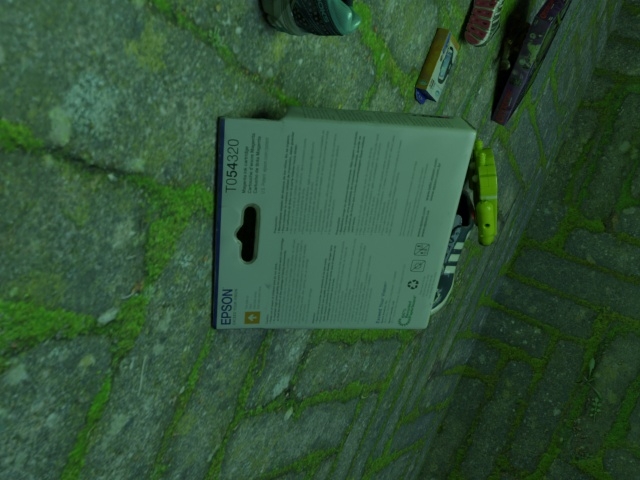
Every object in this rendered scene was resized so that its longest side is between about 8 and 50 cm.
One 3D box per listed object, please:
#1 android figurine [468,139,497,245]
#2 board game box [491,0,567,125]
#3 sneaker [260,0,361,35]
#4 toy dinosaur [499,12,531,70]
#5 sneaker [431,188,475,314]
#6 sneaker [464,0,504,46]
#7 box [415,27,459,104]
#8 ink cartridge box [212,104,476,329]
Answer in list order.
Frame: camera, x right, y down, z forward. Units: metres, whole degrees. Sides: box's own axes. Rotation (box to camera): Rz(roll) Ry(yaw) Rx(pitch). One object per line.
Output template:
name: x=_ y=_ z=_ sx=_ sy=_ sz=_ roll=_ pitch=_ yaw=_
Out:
android figurine: x=0.421 y=-0.126 z=1.522 sx=0.248 sy=0.056 sz=0.272 roll=-82 pitch=162 yaw=-50
board game box: x=0.552 y=-0.483 z=1.518 sx=0.208 sy=0.056 sz=0.347 roll=-56 pitch=166 yaw=-28
sneaker: x=0.037 y=-0.365 z=0.660 sx=0.110 sy=0.122 sz=0.283 roll=-8 pitch=118 yaw=-60
toy dinosaur: x=0.493 y=-0.513 z=1.475 sx=0.211 sy=0.064 sz=0.112 roll=-51 pitch=162 yaw=-28
sneaker: x=0.281 y=0.015 z=1.424 sx=0.148 sy=0.131 sz=0.350 roll=76 pitch=35 yaw=-53
sneaker: x=0.348 y=-0.479 z=1.216 sx=0.075 sy=0.063 sz=0.170 roll=4 pitch=106 yaw=-70
box: x=0.227 y=-0.333 z=1.144 sx=0.081 sy=0.028 sz=0.136 roll=10 pitch=101 yaw=-63
ink cartridge box: x=0.020 y=-0.020 z=0.817 sx=0.071 sy=0.330 sz=0.324 roll=-105 pitch=-160 yaw=-58
